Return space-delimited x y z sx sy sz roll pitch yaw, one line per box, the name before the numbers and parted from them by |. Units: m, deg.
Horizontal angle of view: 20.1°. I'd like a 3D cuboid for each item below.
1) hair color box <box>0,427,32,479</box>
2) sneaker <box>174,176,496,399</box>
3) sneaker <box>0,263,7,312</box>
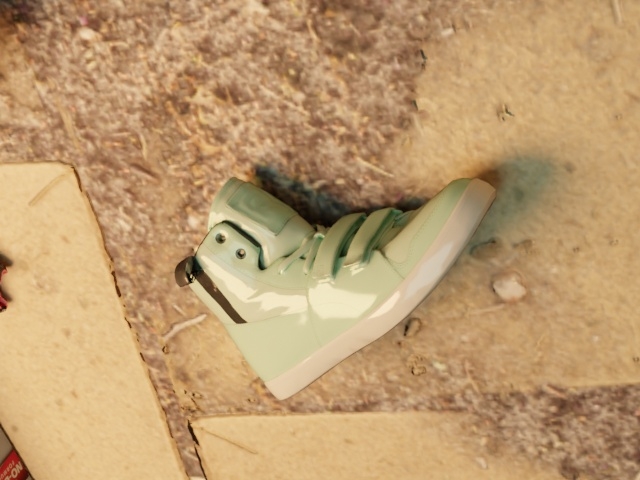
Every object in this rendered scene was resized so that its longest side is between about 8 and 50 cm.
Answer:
hair color box | -0.404 0.151 1.558 0.185 0.113 0.374 -14 115 31
sneaker | 0.000 0.000 1.286 0.151 0.094 0.256 47 127 -5
sneaker | -0.289 0.056 1.491 0.057 0.047 0.119 21 129 -3
